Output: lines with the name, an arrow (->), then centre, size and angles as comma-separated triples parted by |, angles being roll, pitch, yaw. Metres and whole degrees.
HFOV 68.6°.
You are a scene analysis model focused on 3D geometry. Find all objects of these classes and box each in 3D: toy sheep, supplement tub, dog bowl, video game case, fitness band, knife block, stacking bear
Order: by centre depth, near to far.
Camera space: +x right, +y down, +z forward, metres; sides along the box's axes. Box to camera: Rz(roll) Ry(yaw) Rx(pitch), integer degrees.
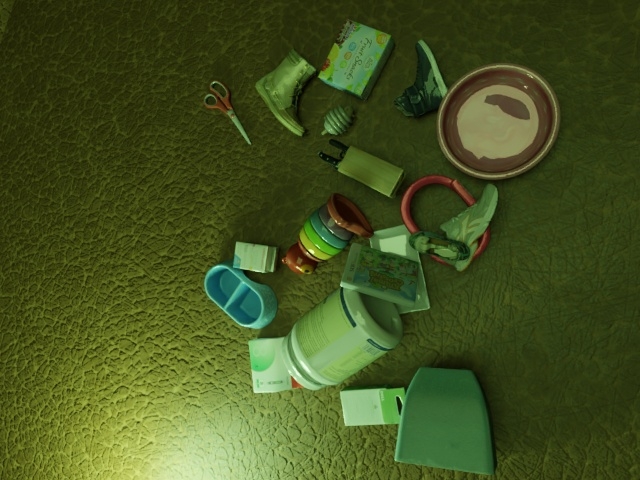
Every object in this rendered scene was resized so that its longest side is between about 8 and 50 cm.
video game case -> 0.177, 0.096, 1.367 | 0.212, 0.193, 0.023 | 17, 127, 3
fitness band -> 0.370, -0.062, 1.405 | 0.209, 0.054, 0.291 | -39, 85, 15
supplement tub -> 0.061, 0.286, 1.420 | 0.325, 0.235, 0.235 | -40, 74, 24
knife block -> 0.115, -0.229, 1.437 | 0.242, 0.276, 0.088 | 25, 98, -9
stacking bear -> 0.000, 0.000, 1.515 | 0.289, 0.175, 0.164 | -45, 45, 24
toy sheep -> 0.055, -0.394, 1.547 | 0.132, 0.091, 0.091 | -41, 74, 19
dog bowl -> -0.289, 0.190, 1.661 | 0.297, 0.074, 0.166 | 38, 101, 18

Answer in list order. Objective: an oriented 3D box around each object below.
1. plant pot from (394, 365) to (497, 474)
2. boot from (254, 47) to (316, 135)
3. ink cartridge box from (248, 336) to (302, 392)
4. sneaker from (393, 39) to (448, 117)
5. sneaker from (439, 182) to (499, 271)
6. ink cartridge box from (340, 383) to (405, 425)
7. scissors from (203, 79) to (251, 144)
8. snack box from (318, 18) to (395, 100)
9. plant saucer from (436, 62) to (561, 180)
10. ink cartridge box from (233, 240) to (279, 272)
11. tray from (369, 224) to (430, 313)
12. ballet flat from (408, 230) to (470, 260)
plant pot -> 0.358, 0.487, 1.310 | 0.247, 0.248, 0.252 | -1, 71, 22
boot -> -0.085, -0.507, 1.603 | 0.203, 0.095, 0.262 | -40, 70, 14
ink cartridge box -> -0.129, 0.420, 1.600 | 0.224, 0.056, 0.181 | -9, 85, 23
sneaker -> 0.291, -0.494, 1.455 | 0.163, 0.086, 0.226 | -21, 81, 17
sneaker -> 0.407, -0.048, 1.324 | 0.121, 0.099, 0.262 | 26, 101, 14
ink cartridge box -> 0.174, 0.512, 1.469 | 0.209, 0.062, 0.109 | -11, 84, 20
scissors -> -0.326, -0.480, 1.733 | 0.297, 0.021, 0.109 | 43, 101, 19
snack box -> 0.118, -0.590, 1.537 | 0.174, 0.070, 0.207 | 31, 100, 20
plant saucer -> 0.506, -0.336, 1.358 | 0.332, 0.084, 0.332 | 0, 89, 18
ink cartridge box -> -0.214, 0.058, 1.628 | 0.143, 0.090, 0.092 | 9, 91, 21
tray -> 0.248, 0.092, 1.476 | 0.145, 0.030, 0.270 | -13, 83, 21
ballet flat -> 0.319, 0.016, 1.309 | 0.188, 0.070, 0.070 | 11, 92, 38
